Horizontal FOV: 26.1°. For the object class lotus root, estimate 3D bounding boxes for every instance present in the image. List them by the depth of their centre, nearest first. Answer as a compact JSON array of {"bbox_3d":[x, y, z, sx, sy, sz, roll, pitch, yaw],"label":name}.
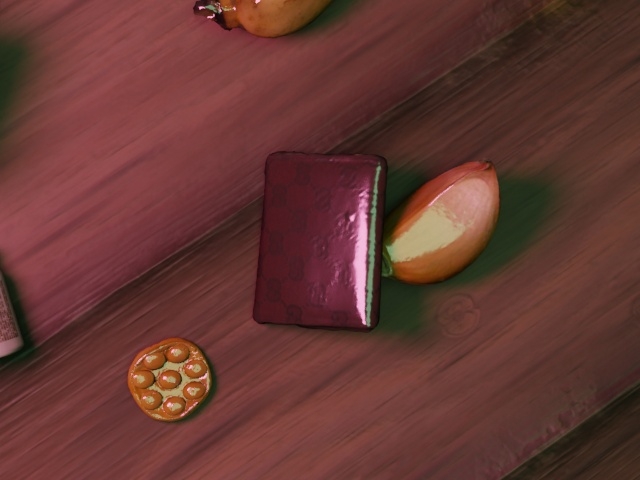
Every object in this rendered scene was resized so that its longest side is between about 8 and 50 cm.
[{"bbox_3d":[-0.057,-0.327,1.765,0.221,0.118,0.125,-34,63,-6],"label":"lotus root"}]

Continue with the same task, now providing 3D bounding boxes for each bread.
[{"bbox_3d":[-0.194,0.179,1.781,0.110,0.024,0.110,0,91,-10],"label":"bread"}]

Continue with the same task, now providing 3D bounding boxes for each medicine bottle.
[{"bbox_3d":[-0.423,0.079,1.714,0.079,0.079,0.140,-17,93,-10],"label":"medicine bottle"}]

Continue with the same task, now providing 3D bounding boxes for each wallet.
[{"bbox_3d":[0.000,0.000,1.771,0.182,0.049,0.229,2,87,28],"label":"wallet"}]

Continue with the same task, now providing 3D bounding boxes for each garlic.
[{"bbox_3d":[0.160,-0.032,1.796,0.128,0.115,0.206,36,108,-29],"label":"garlic"}]
